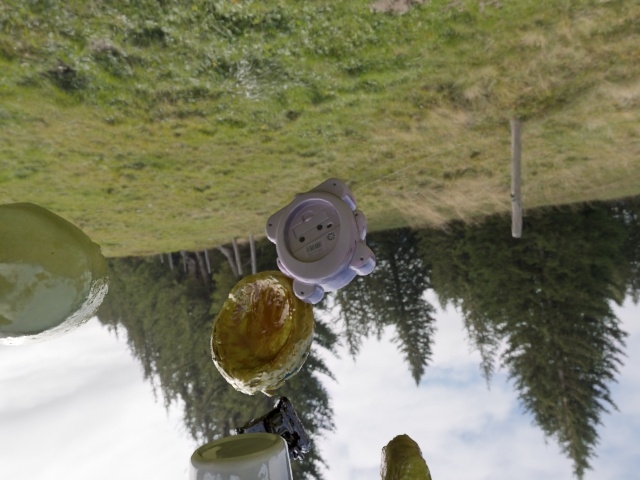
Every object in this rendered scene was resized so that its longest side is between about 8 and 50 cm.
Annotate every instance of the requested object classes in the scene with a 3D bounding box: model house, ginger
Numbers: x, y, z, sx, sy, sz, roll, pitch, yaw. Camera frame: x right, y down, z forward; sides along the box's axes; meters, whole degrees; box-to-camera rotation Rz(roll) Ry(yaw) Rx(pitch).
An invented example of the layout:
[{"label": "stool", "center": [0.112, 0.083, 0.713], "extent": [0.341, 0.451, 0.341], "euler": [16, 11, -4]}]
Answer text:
[{"label": "model house", "center": [-0.138, 0.587, 1.229], "extent": [0.141, 0.203, 0.164], "euler": [-24, -174, 46]}, {"label": "ginger", "center": [0.235, 0.725, 1.262], "extent": [0.221, 0.130, 0.275], "euler": [-44, -168, 53]}]

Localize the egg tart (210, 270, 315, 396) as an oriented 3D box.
[{"label": "egg tart", "center": [-0.167, 0.281, 1.310], "extent": [0.388, 0.388, 0.169], "euler": [-8, 157, 29]}]

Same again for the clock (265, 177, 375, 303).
[{"label": "clock", "center": [0.000, 0.000, 1.225], "extent": [0.295, 0.322, 0.113], "euler": [-31, 146, 12]}]

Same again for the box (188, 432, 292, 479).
[{"label": "box", "center": [-0.119, 0.474, 0.758], "extent": [0.291, 0.206, 0.262], "euler": [-8, 171, 4]}]

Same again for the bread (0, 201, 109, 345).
[{"label": "bread", "center": [-0.642, 0.077, 0.920], "extent": [0.320, 0.320, 0.237], "euler": [-7, -177, -18]}]
